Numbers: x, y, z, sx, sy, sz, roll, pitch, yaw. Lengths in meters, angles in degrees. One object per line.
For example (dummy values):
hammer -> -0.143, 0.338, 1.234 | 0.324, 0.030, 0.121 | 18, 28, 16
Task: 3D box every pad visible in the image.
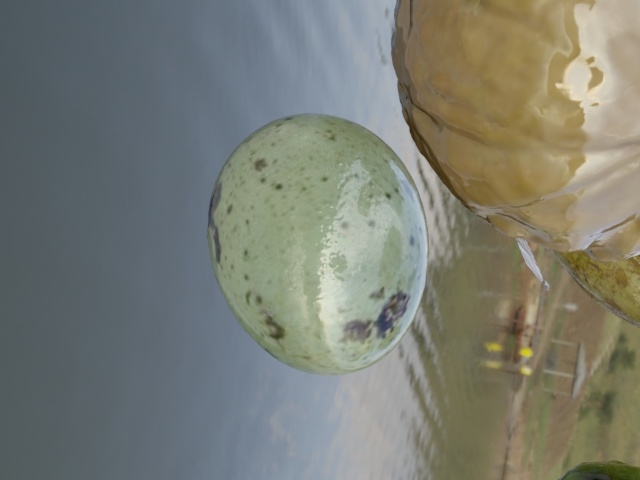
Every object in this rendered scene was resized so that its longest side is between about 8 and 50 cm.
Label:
pad -> 0.421, 0.008, 1.658 | 0.113, 0.006, 0.188 | 42, 25, -38

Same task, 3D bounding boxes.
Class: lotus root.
lotus root -> 0.286, -0.008, 0.850 | 0.110, 0.097, 0.258 | 49, 14, -41

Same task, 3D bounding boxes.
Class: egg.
egg -> 0.000, 0.000, 1.043 | 0.288, 0.287, 0.379 | 75, -6, -52

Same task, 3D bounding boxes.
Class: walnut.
walnut -> 0.131, -0.096, 0.391 | 0.213, 0.213, 0.213 | 9, 90, -73

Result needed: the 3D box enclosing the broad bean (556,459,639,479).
broad bean -> 0.472, 0.440, 1.215 | 0.238, 0.291, 0.119 | -22, 117, -24
